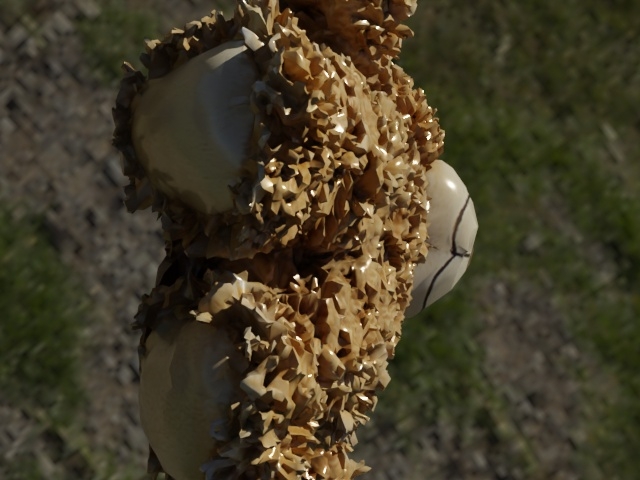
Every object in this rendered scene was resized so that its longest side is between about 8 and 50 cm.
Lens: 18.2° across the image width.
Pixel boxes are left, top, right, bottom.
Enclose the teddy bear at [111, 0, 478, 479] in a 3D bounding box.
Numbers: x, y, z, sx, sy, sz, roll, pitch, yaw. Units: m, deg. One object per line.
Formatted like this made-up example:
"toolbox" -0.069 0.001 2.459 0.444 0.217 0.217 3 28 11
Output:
"teddy bear" 0.000 0.000 0.752 0.338 0.113 0.245 62 27 -76
